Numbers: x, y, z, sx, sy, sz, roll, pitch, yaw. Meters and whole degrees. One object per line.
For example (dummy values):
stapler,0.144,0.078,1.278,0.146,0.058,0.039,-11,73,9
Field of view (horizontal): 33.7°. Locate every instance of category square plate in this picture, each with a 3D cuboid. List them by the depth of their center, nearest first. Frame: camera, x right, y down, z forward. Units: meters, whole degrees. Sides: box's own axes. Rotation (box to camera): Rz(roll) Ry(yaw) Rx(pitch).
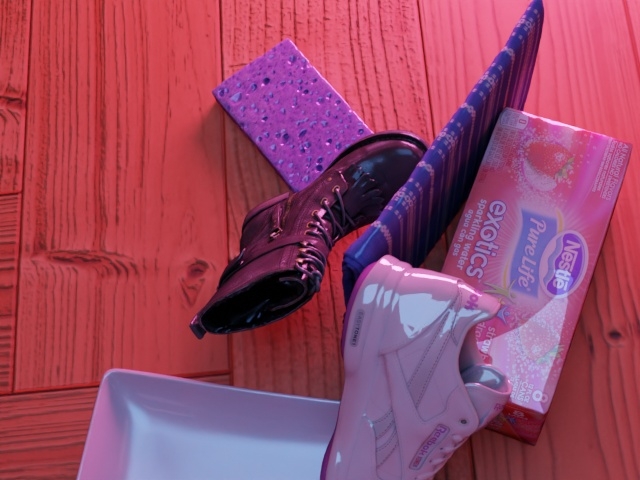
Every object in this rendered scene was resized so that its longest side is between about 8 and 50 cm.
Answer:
square plate,-0.091,0.316,1.058,0.347,0.049,0.344,7,66,9

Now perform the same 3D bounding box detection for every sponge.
sponge,-0.023,-0.135,1.252,0.117,0.031,0.210,-36,69,-8

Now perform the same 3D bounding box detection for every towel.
towel,0.122,-0.065,1.091,0.040,0.243,0.336,32,74,14

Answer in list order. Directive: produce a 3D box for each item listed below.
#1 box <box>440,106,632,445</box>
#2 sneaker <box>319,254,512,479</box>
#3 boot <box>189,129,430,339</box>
box,0.204,0.037,1.088,0.142,0.154,0.299,18,70,14
sneaker,0.085,0.171,0.942,0.152,0.114,0.305,12,110,17
boot,0.000,0.000,1.077,0.263,0.229,0.091,-30,106,17
